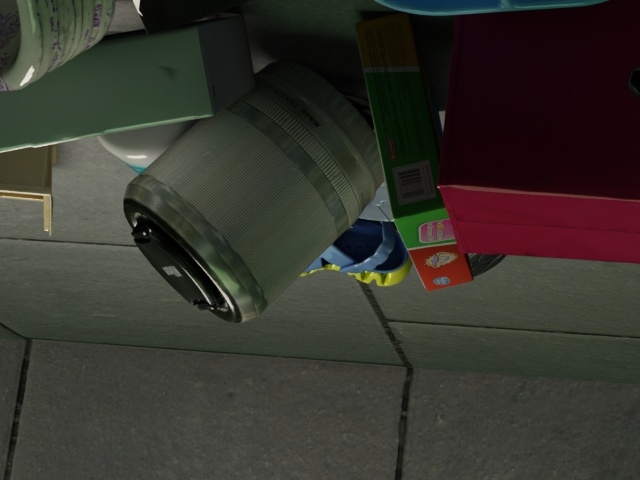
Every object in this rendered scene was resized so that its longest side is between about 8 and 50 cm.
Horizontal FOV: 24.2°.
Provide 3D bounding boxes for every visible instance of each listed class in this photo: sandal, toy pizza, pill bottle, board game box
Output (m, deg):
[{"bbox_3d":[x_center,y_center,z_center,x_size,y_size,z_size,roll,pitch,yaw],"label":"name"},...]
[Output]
[{"bbox_3d":[0.000,0.000,2.439,0.317,0.126,0.138,-1,162,-5],"label":"sandal"},{"bbox_3d":[0.085,-0.071,2.284,0.201,0.032,0.201,7,165,2],"label":"toy pizza"},{"bbox_3d":[-0.181,-0.135,1.944,0.146,0.146,0.264,1,164,20],"label":"pill bottle"},{"bbox_3d":[0.116,-0.096,1.781,0.064,0.242,0.316,-12,162,7],"label":"board game box"}]

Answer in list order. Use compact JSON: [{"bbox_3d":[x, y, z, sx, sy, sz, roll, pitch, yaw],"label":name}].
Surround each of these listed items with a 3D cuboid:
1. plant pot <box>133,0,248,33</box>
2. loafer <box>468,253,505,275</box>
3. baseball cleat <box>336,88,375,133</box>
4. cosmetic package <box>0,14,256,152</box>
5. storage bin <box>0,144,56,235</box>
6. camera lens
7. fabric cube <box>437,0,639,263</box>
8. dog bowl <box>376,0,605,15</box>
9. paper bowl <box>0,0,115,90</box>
[{"bbox_3d":[-0.088,-0.303,1.260,0.167,0.187,0.188,-6,164,1],"label":"plant pot"},{"bbox_3d":[0.244,-0.004,2.408,0.109,0.095,0.302,-24,170,-4],"label":"loafer"},{"bbox_3d":[0.055,-0.141,1.937,0.109,0.072,0.206,18,176,41],"label":"baseball cleat"},{"bbox_3d":[-0.230,-0.166,1.563,0.284,0.097,0.377,-7,-171,4],"label":"cosmetic package"},{"bbox_3d":[-0.529,-0.101,2.222,0.262,0.123,0.260,5,165,-9],"label":"storage bin"},{"bbox_3d":[-0.081,-0.055,1.786,0.219,0.274,0.219,42,164,15],"label":"camera lens"},{"bbox_3d":[0.275,-0.129,1.589,0.258,0.254,0.259,5,165,12],"label":"fabric cube"},{"bbox_3d":[0.167,-0.278,1.422,0.297,0.074,0.166,0,164,23],"label":"dog bowl"},{"bbox_3d":[-0.281,-0.285,1.289,0.284,0.148,0.284,37,148,28],"label":"paper bowl"}]
